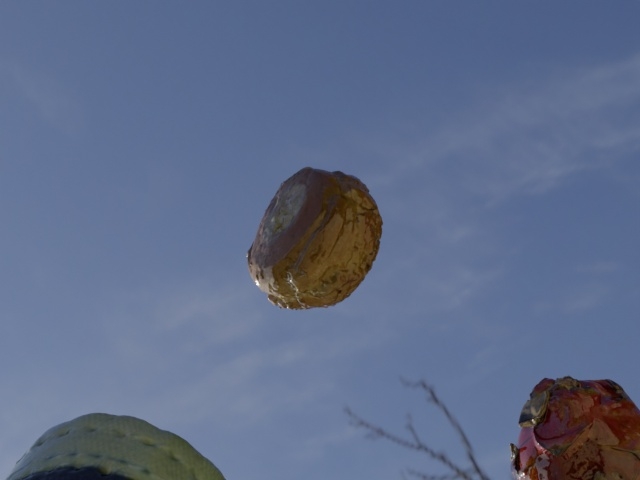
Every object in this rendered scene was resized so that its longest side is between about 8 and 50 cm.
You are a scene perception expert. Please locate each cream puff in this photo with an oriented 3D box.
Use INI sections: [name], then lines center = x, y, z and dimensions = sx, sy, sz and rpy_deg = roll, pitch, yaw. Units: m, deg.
[cream puff]
center = 0.001, 0.002, 1.428
dimensions = 0.103, 0.126, 0.144
rpy_deg = 33, -114, -29

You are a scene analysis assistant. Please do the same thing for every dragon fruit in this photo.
[dragon fruit]
center = 0.242, 0.201, 1.176
dimensions = 0.246, 0.125, 0.125
rpy_deg = 36, -80, -29

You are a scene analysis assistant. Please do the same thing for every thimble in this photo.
[thimble]
center = -0.168, 0.268, 1.241
dimensions = 0.237, 0.150, 0.237
rpy_deg = 6, -64, 14
